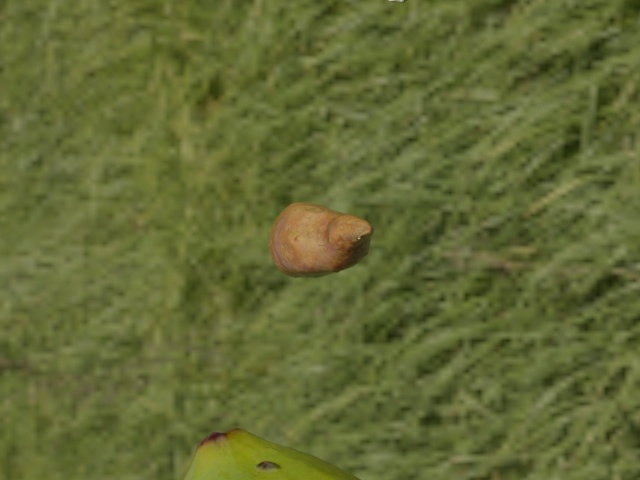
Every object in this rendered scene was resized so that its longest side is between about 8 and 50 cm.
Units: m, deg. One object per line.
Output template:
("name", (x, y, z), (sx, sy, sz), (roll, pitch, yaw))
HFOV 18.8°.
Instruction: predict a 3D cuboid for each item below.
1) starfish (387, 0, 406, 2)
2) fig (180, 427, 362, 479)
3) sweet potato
("starfish", (0.140, -0.247, 0.965), (0.060, 0.299, 0.302), (47, 153, 46))
("fig", (-0.022, 0.227, 1.291), (0.203, 0.203, 0.225), (-38, 75, 57))
("sweet potato", (0.000, 0.000, 1.268), (0.195, 0.056, 0.056), (180, 91, -72))
